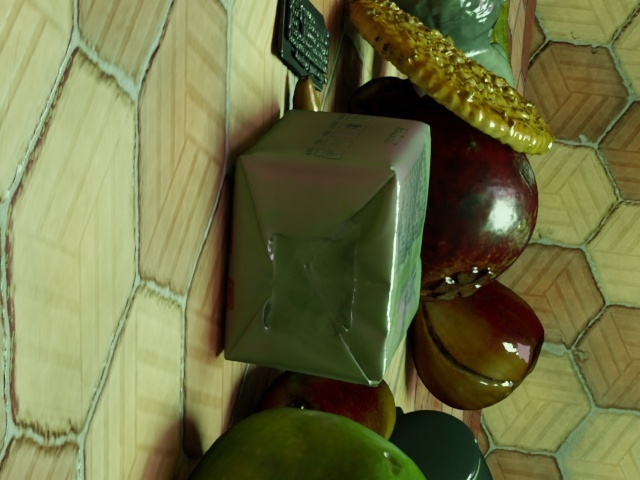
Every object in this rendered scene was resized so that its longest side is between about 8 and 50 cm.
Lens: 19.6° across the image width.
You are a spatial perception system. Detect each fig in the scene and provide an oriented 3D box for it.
[{"bbox_3d":[-0.039,0.265,1.386,0.275,0.206,0.206,-52,155,-27],"label":"fig"}]

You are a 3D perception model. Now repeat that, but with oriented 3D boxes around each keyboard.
[{"bbox_3d":[-0.013,-0.181,1.635,0.196,0.015,0.074,27,70,-79],"label":"keyboard"}]

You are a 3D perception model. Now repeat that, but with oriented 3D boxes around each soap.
[{"bbox_3d":[0.009,-0.002,1.532,0.199,0.138,0.182,-52,149,-71],"label":"soap"}]

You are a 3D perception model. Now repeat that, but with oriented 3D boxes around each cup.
[{"bbox_3d":[0.129,0.302,2.397,0.176,0.169,0.223,73,-9,-49],"label":"cup"}]

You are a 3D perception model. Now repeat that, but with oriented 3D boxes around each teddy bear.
[{"bbox_3d":[0.141,-0.200,2.057,0.144,0.171,0.251,-50,136,-51],"label":"teddy bear"}]

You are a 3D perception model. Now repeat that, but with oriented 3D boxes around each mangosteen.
[{"bbox_3d":[0.105,-0.064,1.903,0.215,0.215,0.257,71,-2,-67],"label":"mangosteen"}]

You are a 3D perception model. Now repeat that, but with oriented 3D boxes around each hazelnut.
[{"bbox_3d":[0.208,0.132,2.635,0.208,0.208,0.208,7,90,-79],"label":"hazelnut"}]

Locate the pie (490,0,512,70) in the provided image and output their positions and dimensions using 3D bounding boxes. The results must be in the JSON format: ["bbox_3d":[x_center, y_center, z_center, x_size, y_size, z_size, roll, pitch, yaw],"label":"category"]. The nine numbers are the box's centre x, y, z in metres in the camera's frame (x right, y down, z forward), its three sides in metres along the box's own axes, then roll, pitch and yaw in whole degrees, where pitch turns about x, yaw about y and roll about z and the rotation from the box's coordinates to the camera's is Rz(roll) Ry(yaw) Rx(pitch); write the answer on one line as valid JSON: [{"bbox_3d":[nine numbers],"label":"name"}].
[{"bbox_3d":[0.183,-0.282,2.270,0.371,0.078,0.296,61,26,-50],"label":"pie"}]

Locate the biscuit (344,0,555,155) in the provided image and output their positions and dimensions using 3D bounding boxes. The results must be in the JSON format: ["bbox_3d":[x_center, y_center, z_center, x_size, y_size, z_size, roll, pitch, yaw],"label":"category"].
[{"bbox_3d":[0.132,-0.168,1.845,0.035,0.254,0.254,-54,176,14],"label":"biscuit"}]

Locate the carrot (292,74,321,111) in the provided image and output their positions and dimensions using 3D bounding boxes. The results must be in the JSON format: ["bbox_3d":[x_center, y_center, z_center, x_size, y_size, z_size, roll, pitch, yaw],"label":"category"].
[{"bbox_3d":[0.000,0.000,1.698,0.069,0.069,0.336,-69,159,-53],"label":"carrot"}]

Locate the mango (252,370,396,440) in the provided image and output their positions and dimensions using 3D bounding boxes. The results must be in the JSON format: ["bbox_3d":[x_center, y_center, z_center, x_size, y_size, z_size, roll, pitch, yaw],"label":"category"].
[{"bbox_3d":[0.000,0.172,1.663,0.267,0.111,0.133,-2,94,-73],"label":"mango"}]
